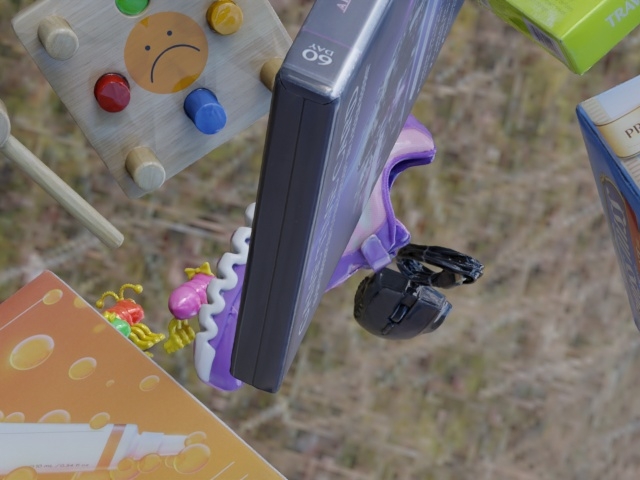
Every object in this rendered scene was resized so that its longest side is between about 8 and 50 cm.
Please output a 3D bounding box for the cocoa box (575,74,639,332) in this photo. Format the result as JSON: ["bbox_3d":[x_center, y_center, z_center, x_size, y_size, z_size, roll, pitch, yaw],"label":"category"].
[{"bbox_3d":[0.363,-0.013,1.038,0.231,0.347,0.228,65,0,-47],"label":"cocoa box"}]

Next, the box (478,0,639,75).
[{"bbox_3d":[0.192,-0.196,1.132,0.178,0.109,0.042,-41,137,-5],"label":"box"}]

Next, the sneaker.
[{"bbox_3d":[0.000,0.000,1.166,0.236,0.105,0.095,-62,179,-3],"label":"sneaker"}]

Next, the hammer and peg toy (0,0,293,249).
[{"bbox_3d":[-0.213,-0.174,1.961,0.361,0.127,0.266,-34,118,-2],"label":"hammer and peg toy"}]

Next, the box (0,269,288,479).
[{"bbox_3d":[-0.155,0.203,1.194,0.215,0.345,0.168,-38,130,-16],"label":"box"}]

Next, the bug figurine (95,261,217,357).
[{"bbox_3d":[-0.159,0.072,1.908,0.072,0.279,0.216,66,20,-6],"label":"bug figurine"}]

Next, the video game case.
[{"bbox_3d":[0.035,-0.098,0.685,0.196,0.026,0.274,102,13,-57],"label":"video game case"}]

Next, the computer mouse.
[{"bbox_3d":[0.069,0.044,1.320,0.242,0.071,0.041,128,-12,-76],"label":"computer mouse"}]
